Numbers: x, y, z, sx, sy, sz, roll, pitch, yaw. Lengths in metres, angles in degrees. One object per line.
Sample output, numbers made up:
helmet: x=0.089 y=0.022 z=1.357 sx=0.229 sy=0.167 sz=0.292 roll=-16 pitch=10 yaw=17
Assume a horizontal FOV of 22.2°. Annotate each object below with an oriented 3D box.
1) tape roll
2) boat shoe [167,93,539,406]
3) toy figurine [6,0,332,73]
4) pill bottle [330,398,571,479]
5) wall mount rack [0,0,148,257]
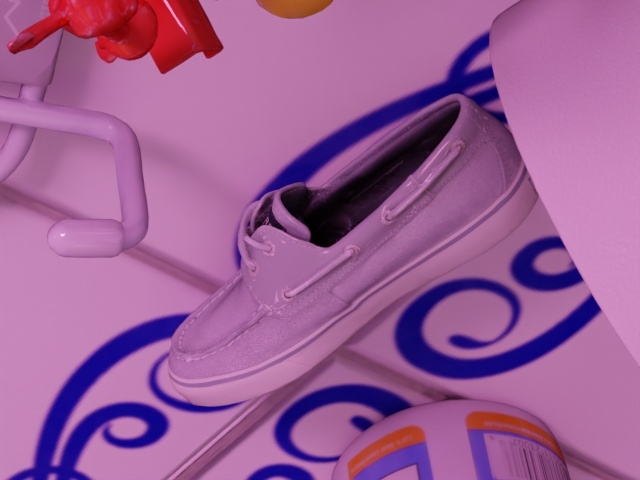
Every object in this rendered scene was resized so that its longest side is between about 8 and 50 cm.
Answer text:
tape roll: x=0.208 y=-0.039 z=0.703 sx=0.169 sy=0.246 sz=0.246 roll=-32 pitch=131 yaw=21
boat shoe: x=0.001 y=0.000 z=0.836 sx=0.227 sy=0.079 sz=0.081 roll=-33 pitch=122 yaw=16
toy figurine: x=0.025 y=-0.227 z=0.463 sx=0.362 sy=0.217 sz=0.191 roll=-30 pitch=177 yaw=24
pill bottle: x=0.094 y=0.239 z=0.944 sx=0.152 sy=0.272 sz=0.152 roll=-4 pitch=136 yaw=-4
wall mount rack: x=-0.198 y=-0.112 z=0.641 sx=0.304 sy=0.130 sz=0.350 roll=7 pitch=133 yaw=-16
